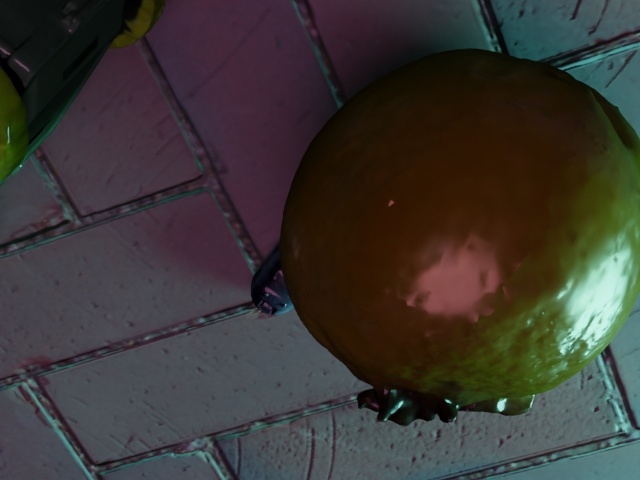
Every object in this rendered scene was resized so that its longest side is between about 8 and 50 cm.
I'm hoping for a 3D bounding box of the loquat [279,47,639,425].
[{"bbox_3d":[0.089,0.002,0.721,0.244,0.244,0.244,2,122,3],"label":"loquat"}]

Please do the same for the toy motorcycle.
[{"bbox_3d":[-0.261,-0.099,0.738,0.200,0.191,0.326,41,134,-10],"label":"toy motorcycle"}]

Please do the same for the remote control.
[{"bbox_3d":[0.000,-0.001,0.853,0.043,0.027,0.152,34,116,-11],"label":"remote control"}]
